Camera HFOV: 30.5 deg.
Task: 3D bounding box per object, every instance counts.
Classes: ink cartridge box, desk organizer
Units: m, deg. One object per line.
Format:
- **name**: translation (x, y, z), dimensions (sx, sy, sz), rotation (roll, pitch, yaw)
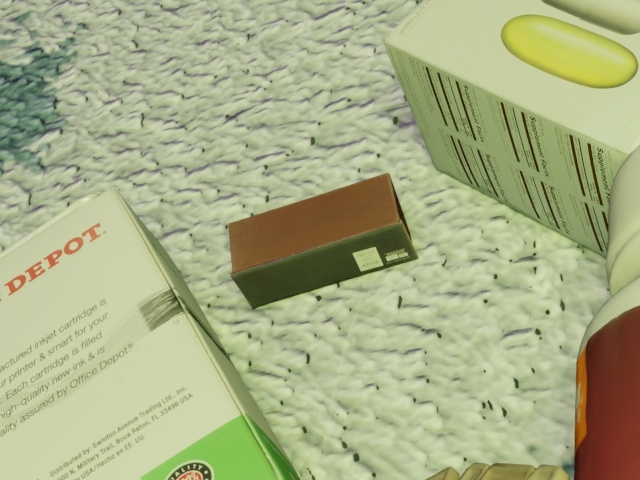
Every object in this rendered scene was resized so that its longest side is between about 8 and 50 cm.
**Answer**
- **ink cartridge box**: translation (-0.148, 0.136, 0.776), dimensions (0.211, 0.121, 0.289), rotation (-33, 52, -1)
- **desk organizer**: translation (0.000, 0.000, 0.859), dimensions (0.130, 0.047, 0.050), rotation (-17, 50, 11)

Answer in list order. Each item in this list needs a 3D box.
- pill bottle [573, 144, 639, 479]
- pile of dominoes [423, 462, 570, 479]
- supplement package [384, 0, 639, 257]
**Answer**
- **pill bottle**: translation (0.232, 0.137, 0.555), dimensions (0.224, 0.224, 0.392), rotation (-4, 56, 20)
- **pile of dominoes**: translation (0.032, 0.229, 0.634), dimensions (0.040, 0.196, 0.251), rotation (41, 74, -5)
- **supplement package**: translation (0.194, -0.118, 0.794), dimensions (0.203, 0.149, 0.194), rotation (32, 73, 37)
